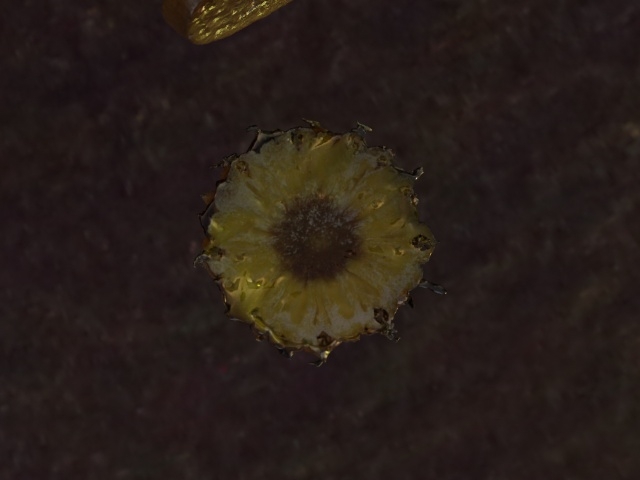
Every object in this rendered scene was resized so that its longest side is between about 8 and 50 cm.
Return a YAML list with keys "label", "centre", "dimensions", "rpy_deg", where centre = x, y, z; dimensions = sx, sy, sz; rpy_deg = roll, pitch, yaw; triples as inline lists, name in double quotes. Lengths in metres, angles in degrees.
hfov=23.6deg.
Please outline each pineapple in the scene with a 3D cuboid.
- label: "pineapple"
  centre: [0.000, 0.000, 1.271]
  dimensions: [0.221, 0.221, 0.047]
  rpy_deg: [-23, -177, -4]

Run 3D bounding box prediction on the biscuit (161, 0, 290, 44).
- label: "biscuit"
  centre: [-0.009, -0.259, 1.202]
  dimensions: [0.273, 0.049, 0.257]
  rpy_deg: [-37, 173, -13]
